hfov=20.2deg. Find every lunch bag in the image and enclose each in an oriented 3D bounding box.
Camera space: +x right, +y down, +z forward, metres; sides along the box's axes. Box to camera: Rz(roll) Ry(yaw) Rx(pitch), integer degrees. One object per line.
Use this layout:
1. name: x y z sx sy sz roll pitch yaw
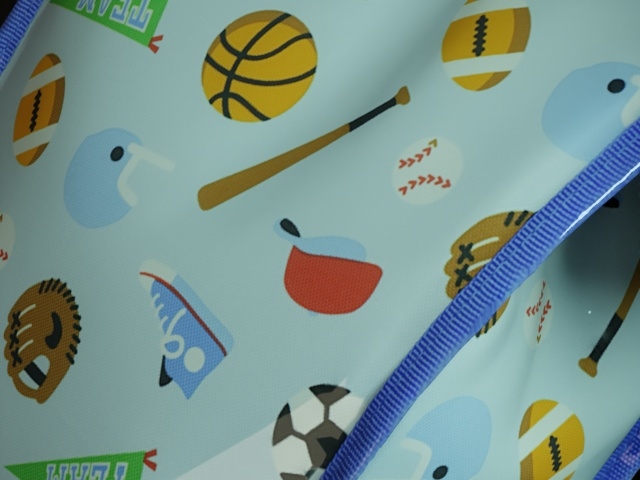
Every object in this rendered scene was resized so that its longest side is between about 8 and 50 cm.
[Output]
1. lunch bag: 0.000 0.000 0.817 0.328 0.239 0.385 43 110 36
